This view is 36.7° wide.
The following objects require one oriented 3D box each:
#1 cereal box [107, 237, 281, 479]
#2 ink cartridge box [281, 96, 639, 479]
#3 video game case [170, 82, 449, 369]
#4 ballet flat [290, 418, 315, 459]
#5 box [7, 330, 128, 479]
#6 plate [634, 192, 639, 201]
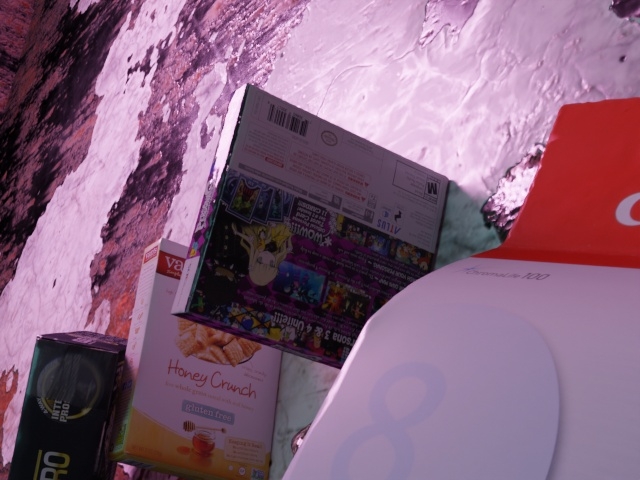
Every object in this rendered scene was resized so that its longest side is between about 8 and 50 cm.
[{"bbox_3d":[-0.124,0.134,1.039,0.047,0.173,0.240,-27,49,48],"label":"cereal box"},{"bbox_3d":[0.172,0.038,0.551,0.308,0.091,0.385,3,59,51],"label":"ink cartridge box"},{"bbox_3d":[0.000,0.000,0.869,0.041,0.232,0.210,-13,61,57],"label":"video game case"},{"bbox_3d":[0.115,0.233,0.627,0.182,0.164,0.483,-46,31,6],"label":"ballet flat"},{"bbox_3d":[-0.288,0.269,1.117,0.395,0.097,0.319,153,130,-82],"label":"box"},{"bbox_3d":[0.253,0.072,0.568,0.278,0.045,0.277,-52,33,7],"label":"plate"}]
